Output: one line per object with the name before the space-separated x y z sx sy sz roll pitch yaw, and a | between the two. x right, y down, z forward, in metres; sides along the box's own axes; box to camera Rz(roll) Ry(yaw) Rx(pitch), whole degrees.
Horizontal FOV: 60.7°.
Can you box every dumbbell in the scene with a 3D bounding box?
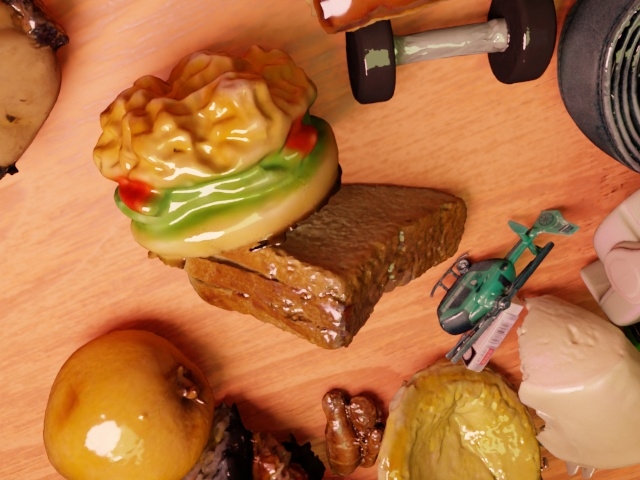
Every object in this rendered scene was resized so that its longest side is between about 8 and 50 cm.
dumbbell | 0.124 -0.197 0.546 0.191 0.100 0.100 -9 120 -1

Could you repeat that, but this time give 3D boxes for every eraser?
eraser | 0.236 0.123 0.769 0.029 0.052 0.122 16 116 -17

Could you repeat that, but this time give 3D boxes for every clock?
clock | 0.425 -0.019 0.587 0.265 0.108 0.324 -30 155 13

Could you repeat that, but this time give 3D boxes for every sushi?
sushi | -0.108 0.370 0.775 0.219 0.238 0.225 29 131 -26

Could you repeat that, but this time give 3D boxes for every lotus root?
lotus root | -0.347 -0.127 0.516 0.257 0.140 0.154 -37 104 3

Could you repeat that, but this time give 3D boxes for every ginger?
ginger | 0.057 0.297 0.836 0.103 0.073 0.162 -8 119 -2

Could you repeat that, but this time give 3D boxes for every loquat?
loquat | -0.238 0.216 0.689 0.208 0.208 0.208 -3 120 -5

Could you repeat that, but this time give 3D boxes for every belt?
belt | 0.372 -0.177 0.574 0.206 0.116 0.267 -32 122 7

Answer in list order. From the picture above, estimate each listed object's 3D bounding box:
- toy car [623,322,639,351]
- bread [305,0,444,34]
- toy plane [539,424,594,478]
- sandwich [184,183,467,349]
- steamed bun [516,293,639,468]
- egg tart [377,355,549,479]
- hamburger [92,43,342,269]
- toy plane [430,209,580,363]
toy car | 0.507 0.161 0.812 0.165 0.071 0.062 26 128 -19
bread | 0.107 -0.362 0.402 0.333 0.143 0.323 -19 110 2
toy plane | 0.471 0.293 0.863 0.192 0.088 0.262 22 130 -20
sandwich | 0.000 -0.004 0.636 0.254 0.288 0.099 16 119 36
steamed bun | 0.339 0.194 0.737 0.170 0.200 0.225 -44 112 -1
egg tart | 0.189 0.324 0.791 0.315 0.315 0.120 28 153 -20
hamburger | -0.100 -0.098 0.517 0.237 0.237 0.149 -19 120 5
toy plane | 0.223 0.048 0.704 0.060 0.096 0.235 40 91 -27
